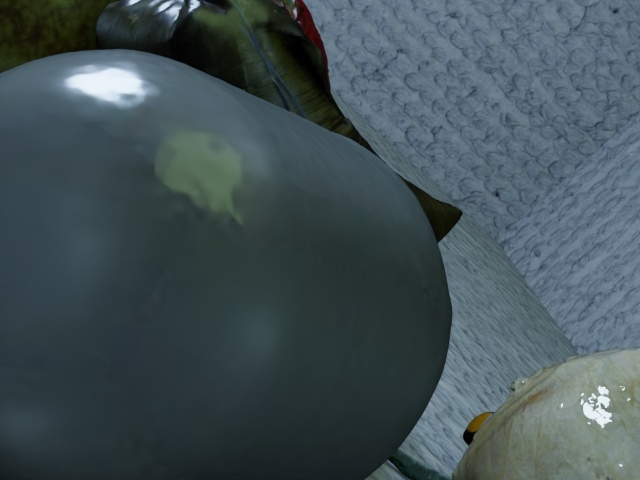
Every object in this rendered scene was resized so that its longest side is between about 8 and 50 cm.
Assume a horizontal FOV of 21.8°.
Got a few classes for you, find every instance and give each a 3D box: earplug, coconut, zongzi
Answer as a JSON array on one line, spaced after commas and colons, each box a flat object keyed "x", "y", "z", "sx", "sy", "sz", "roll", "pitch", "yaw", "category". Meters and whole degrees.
[{"x": -0.122, "y": 0.031, "z": 1.153, "sx": 0.312, "sy": 0.312, "sz": 0.394, "roll": 51, "pitch": 13, "yaw": 24, "category": "earplug"}, {"x": 0.336, "y": 0.290, "z": 1.842, "sx": 0.404, "sy": 0.404, "sz": 0.404, "roll": 45, "pitch": 10, "yaw": -10, "category": "coconut"}, {"x": -0.013, "y": -0.105, "z": 1.598, "sx": 0.432, "sy": 0.208, "sz": 0.403, "roll": -34, "pitch": 118, "yaw": -45, "category": "zongzi"}]

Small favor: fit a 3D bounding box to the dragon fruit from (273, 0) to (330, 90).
[{"x": -0.133, "y": -0.181, "z": 1.963, "sx": 0.296, "sy": 0.301, "sz": 0.295, "roll": 8, "pitch": 49, "yaw": -9, "category": "dragon fruit"}]

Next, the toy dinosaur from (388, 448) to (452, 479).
[{"x": 0.186, "y": 0.271, "z": 1.989, "sx": 0.383, "sy": 0.129, "sz": 0.076, "roll": 41, "pitch": 4, "yaw": -27, "category": "toy dinosaur"}]

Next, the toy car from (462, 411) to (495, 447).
[{"x": 0.307, "y": 0.298, "z": 2.185, "sx": 0.200, "sy": 0.142, "sz": 0.248, "roll": 57, "pitch": -13, "yaw": -20, "category": "toy car"}]

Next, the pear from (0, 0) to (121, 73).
[{"x": -0.294, "y": -0.226, "z": 1.567, "sx": 0.283, "sy": 0.283, "sz": 0.283, "roll": 45, "pitch": 10, "yaw": -10, "category": "pear"}]
